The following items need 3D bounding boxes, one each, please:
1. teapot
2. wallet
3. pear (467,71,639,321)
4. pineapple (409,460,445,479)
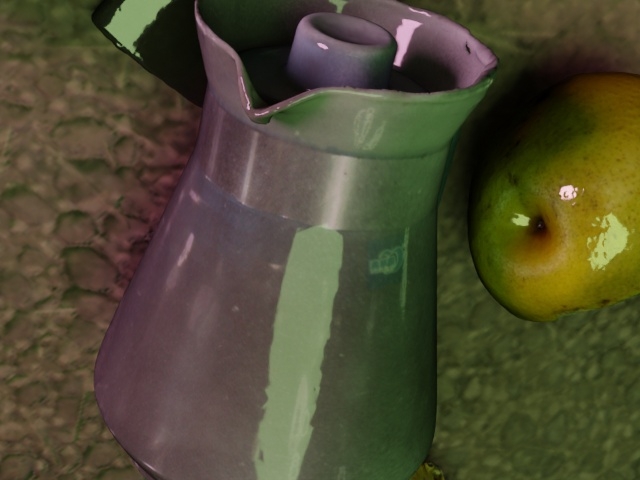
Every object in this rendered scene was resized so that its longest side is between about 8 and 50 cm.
[{"bbox_3d":[0.000,0.000,0.558,0.203,0.171,0.225,-26,138,-50],"label":"teapot"},{"bbox_3d":[-0.028,-0.132,0.549,0.082,0.018,0.157,37,107,-29],"label":"wallet"},{"bbox_3d":[0.131,-0.029,0.592,0.141,0.141,0.104,-23,94,2],"label":"pear"},{"bbox_3d":[0.059,0.212,0.721,0.079,0.135,0.233,-20,98,25],"label":"pineapple"}]
